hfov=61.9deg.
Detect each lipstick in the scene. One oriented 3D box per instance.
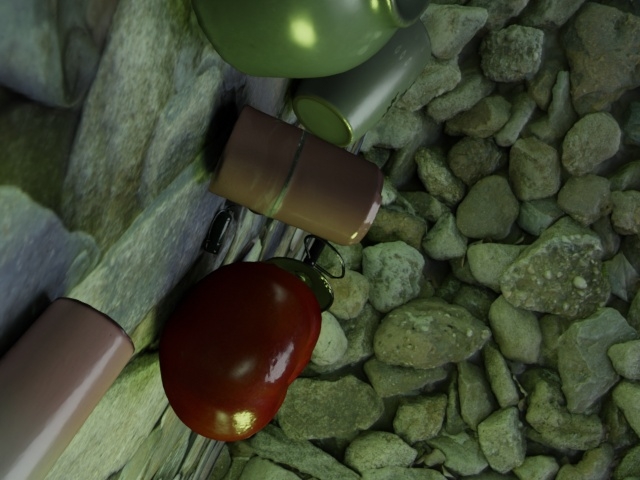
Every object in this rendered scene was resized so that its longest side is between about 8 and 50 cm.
[{"bbox_3d":[-0.267,0.191,0.386,0.087,0.087,0.327,110,7,-51],"label":"lipstick"}]

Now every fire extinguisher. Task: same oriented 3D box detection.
[{"bbox_3d":[-0.161,-0.020,0.847,0.038,0.025,0.083,10,107,-61],"label":"fire extinguisher"}]

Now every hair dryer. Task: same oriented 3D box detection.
[{"bbox_3d":[-0.054,-0.077,0.826,0.352,0.210,0.125,167,-56,-77],"label":"hair dryer"}]

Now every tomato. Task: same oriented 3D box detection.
[{"bbox_3d":[-0.140,0.175,0.883,0.299,0.226,0.298,-56,171,-14],"label":"tomato"}]

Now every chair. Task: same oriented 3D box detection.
[{"bbox_3d":[0.000,0.000,1.579,0.227,0.226,0.401,111,6,-47],"label":"chair"}]

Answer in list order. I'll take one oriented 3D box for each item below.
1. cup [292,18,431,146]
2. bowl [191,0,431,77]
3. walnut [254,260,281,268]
[{"bbox_3d":[0.048,-0.297,1.003,0.234,0.186,0.258,-55,-160,-16],"label":"cup"},{"bbox_3d":[0.027,-0.268,0.464,0.289,0.146,0.289,-51,155,-35],"label":"bowl"},{"bbox_3d":[-0.144,0.131,1.160,0.180,0.144,0.144,-61,177,16],"label":"walnut"}]
